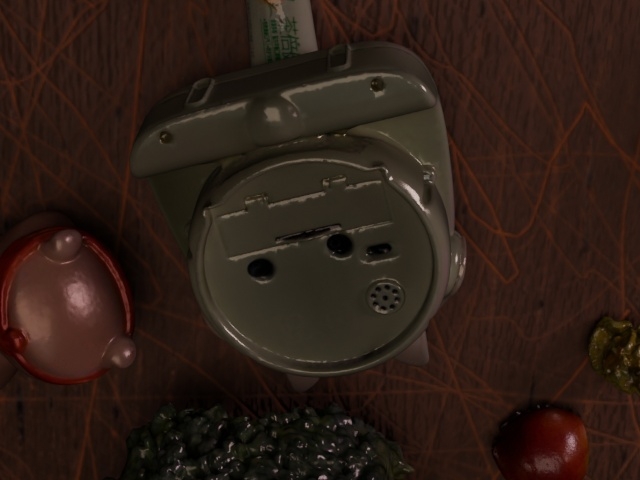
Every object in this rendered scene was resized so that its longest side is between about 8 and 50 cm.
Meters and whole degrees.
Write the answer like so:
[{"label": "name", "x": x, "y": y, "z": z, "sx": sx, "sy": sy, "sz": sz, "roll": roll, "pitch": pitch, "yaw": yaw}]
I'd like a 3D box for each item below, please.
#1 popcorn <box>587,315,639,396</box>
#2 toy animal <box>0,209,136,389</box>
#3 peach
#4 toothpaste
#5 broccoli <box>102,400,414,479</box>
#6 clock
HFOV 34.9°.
[{"label": "popcorn", "x": 0.289, "y": 0.112, "z": 0.970, "sx": 0.059, "sy": 0.068, "sz": 0.083, "roll": -35, "pitch": 76, "yaw": -29}, {"label": "toy animal", "x": -0.269, "y": 0.062, "z": 0.939, "sx": 0.198, "sy": 0.171, "sz": 0.171, "roll": -14, "pitch": 106, "yaw": 15}, {"label": "peach", "x": 0.219, "y": 0.212, "z": 1.002, "sx": 0.098, "sy": 0.061, "sz": 0.098, "roll": 0, "pitch": 114, "yaw": 0}, {"label": "toothpaste", "x": -0.037, "y": -0.198, "z": 0.897, "sx": 0.058, "sy": 0.056, "sz": 0.314, "roll": 13, "pitch": 118, "yaw": 43}, {"label": "broccoli", "x": -0.068, "y": 0.304, "z": 0.975, "sx": 0.293, "sy": 0.348, "sz": 0.281, "roll": 40, "pitch": 147, "yaw": 29}, {"label": "clock", "x": 0.000, "y": 0.000, "z": 0.907, "sx": 0.265, "sy": 0.108, "sz": 0.324, "roll": -14, "pitch": 115, "yaw": 8}]
